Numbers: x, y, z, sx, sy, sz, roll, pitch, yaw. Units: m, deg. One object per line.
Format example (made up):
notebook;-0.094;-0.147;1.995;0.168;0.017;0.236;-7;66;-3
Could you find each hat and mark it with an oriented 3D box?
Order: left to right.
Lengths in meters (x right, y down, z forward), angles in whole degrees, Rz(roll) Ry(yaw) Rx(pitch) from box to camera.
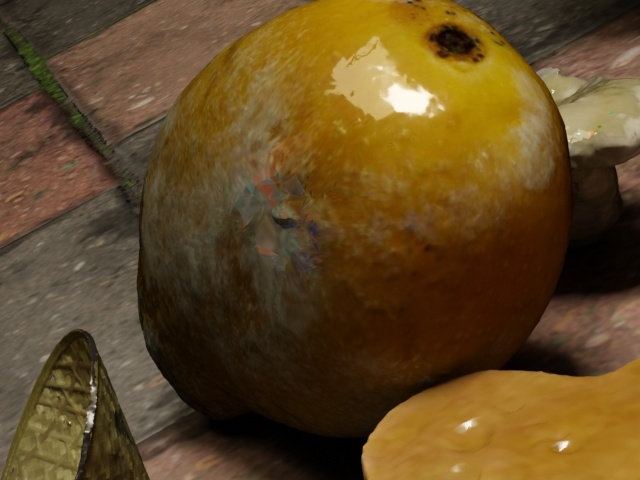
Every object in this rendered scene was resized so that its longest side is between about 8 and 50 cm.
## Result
hat;-0.106;0.120;0.918;0.146;0.067;0.146;-53;27;43

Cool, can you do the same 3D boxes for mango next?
mango;0.000;0.000;0.885;0.146;0.192;0.316;-12;-13;-30

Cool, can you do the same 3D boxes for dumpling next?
dumpling;0.073;-0.029;1.019;0.332;0.086;0.166;-8;13;47

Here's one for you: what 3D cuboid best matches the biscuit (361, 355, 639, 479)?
biscuit;0.125;0.109;0.635;0.355;0.052;0.275;-5;26;41
